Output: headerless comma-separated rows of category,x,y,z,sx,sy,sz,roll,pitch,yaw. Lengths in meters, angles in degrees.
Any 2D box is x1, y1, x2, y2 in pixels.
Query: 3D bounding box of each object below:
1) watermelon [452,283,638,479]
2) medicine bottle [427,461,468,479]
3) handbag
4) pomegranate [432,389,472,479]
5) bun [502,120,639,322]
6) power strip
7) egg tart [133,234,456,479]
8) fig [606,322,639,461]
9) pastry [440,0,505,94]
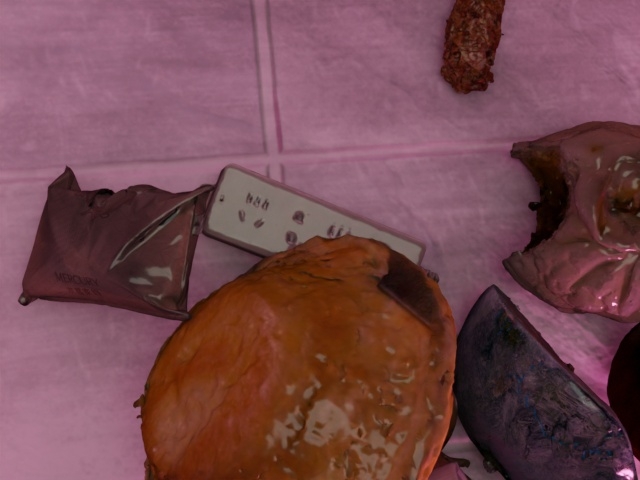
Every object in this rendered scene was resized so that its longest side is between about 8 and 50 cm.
watermelon,0.260,0.227,1.304,0.175,0.188,0.322,-44,78,8
medicine bottle,0.028,0.418,1.198,0.371,0.211,0.211,-27,91,6
handbag,-0.243,0.001,1.238,0.270,0.117,0.182,4,80,33
pomegranate,0.100,0.237,1.298,0.181,0.181,0.224,-44,108,-11
bun,0.383,-0.029,1.352,0.281,0.205,0.281,1,86,-13
power strip,0.000,0.000,1.350,0.338,0.058,0.098,22,81,-9
egg tart,-0.061,0.171,1.150,0.178,0.443,0.443,35,78,-41
fig,0.500,0.214,1.352,0.224,0.224,0.263,-28,97,-12
pastry,0.212,-0.284,1.411,0.087,0.063,0.169,10,83,-12
